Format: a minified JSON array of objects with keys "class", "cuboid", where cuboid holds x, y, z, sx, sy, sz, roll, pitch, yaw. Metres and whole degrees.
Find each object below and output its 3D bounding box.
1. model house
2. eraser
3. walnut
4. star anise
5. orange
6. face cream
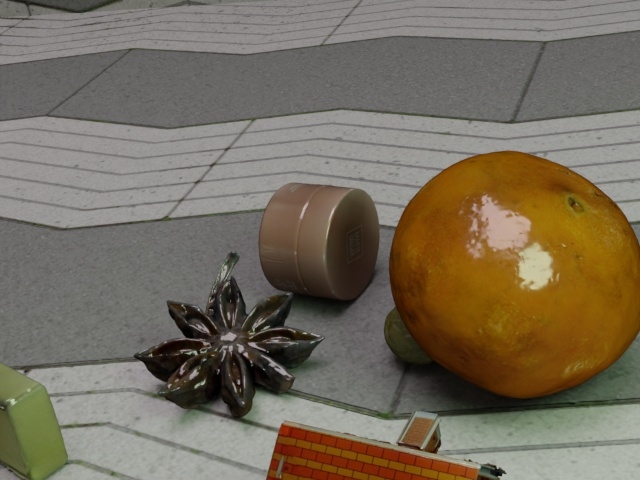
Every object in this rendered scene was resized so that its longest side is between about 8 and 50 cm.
[{"class":"model house","cuboid":[0.042,0.254,0.927,0.293,0.154,0.207,7,31,28]},{"class":"eraser","cuboid":[-0.367,0.193,1.211,0.172,0.117,0.058,17,39,41]},{"class":"walnut","cuboid":[0.117,0.105,1.251,0.092,0.092,0.092,-8,28,4]},{"class":"star anise","cuboid":[-0.110,0.123,1.290,0.230,0.081,0.262,-10,39,1]},{"class":"orange","cuboid":[0.214,0.033,1.155,0.283,0.226,0.284,17,40,-15]},{"class":"face cream","cuboid":[0.000,0.000,1.407,0.104,0.149,0.149,7,33,30]}]
